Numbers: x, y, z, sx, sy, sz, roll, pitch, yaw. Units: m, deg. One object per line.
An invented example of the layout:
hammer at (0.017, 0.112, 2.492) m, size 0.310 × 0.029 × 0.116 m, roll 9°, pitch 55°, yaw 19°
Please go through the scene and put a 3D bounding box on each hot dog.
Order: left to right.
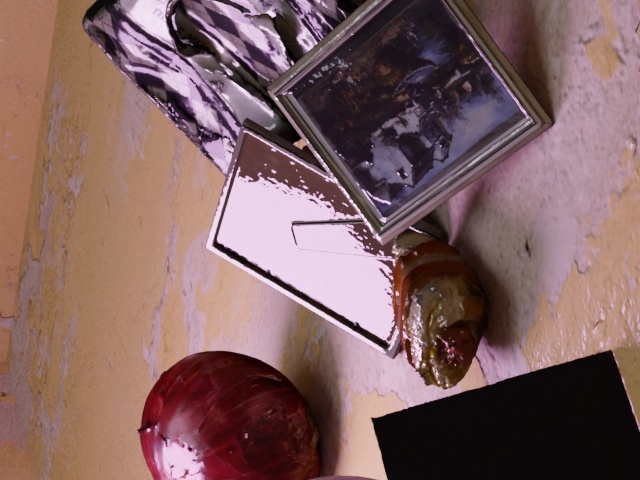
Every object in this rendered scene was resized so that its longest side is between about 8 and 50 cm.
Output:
hot dog at (0.136, 0.073, 1.914) m, size 0.213 × 0.103 × 0.146 m, roll -101°, pitch 7°, yaw -56°

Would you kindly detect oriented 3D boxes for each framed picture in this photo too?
framed picture at (0.000, 0.000, 2.094) m, size 0.289 × 0.020 × 0.211 m, roll 31°, pitch 131°, yaw 14°
framed picture at (0.087, -0.146, 1.855) m, size 0.232 × 0.019 × 0.296 m, roll 53°, pitch 133°, yaw 1°

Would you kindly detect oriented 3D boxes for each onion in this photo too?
onion at (-0.120, 0.285, 2.380) m, size 0.276 × 0.276 × 0.276 m, roll 180°, pitch 90°, yaw -69°

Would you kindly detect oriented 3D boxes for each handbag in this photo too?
handbag at (-0.060, -0.244, 2.053) m, size 0.416 × 0.180 × 0.317 m, roll -18°, pitch 114°, yaw 47°

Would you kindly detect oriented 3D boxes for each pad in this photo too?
pad at (0.206, 0.291, 1.561) m, size 0.007 × 0.247 × 0.367 m, roll 75°, pitch 180°, yaw -59°

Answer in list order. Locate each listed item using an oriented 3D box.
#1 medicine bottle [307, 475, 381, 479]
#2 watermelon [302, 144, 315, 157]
medicine bottle at (0.022, 0.496, 2.031) m, size 0.219 × 0.219 × 0.388 m, roll -129°, pitch 44°, yaw -58°
watermelon at (0.042, -0.048, 2.167) m, size 0.231 × 0.128 × 0.146 m, roll -88°, pitch -23°, yaw -70°
